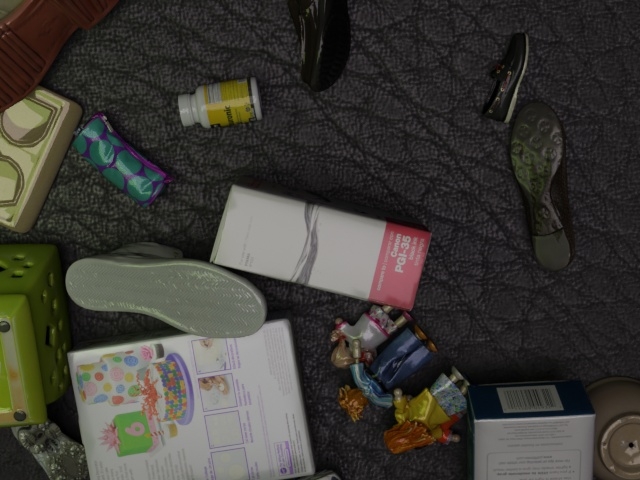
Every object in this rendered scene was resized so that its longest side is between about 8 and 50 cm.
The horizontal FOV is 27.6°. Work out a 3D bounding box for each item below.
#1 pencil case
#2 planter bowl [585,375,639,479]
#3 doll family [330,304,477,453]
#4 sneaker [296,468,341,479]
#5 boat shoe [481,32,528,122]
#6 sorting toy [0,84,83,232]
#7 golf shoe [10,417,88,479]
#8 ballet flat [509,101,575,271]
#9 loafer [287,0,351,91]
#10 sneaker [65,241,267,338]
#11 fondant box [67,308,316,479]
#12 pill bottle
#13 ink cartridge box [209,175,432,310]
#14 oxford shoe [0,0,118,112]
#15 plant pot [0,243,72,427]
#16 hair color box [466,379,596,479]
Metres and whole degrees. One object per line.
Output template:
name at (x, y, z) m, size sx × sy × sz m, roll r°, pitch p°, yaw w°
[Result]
pencil case at (-0.289, -0.118, 1.896) m, size 0.151 × 0.064 × 0.070 m, roll 42°, pitch 120°, yaw -6°
planter bowl at (0.450, 0.292, 1.928) m, size 0.162 × 0.109 × 0.162 m, roll 0°, pitch 98°, yaw 0°
doll family at (0.116, 0.215, 1.912) m, size 0.163 × 0.118 × 0.263 m, roll -42°, pitch 96°, yaw 5°
sneaker at (-0.059, 0.453, 1.955) m, size 0.235 × 0.094 × 0.153 m, roll -20°, pitch 89°, yaw -8°
boat shoe at (0.269, -0.238, 1.889) m, size 0.042 × 0.049 × 0.133 m, roll 13°, pitch 102°, yaw -10°
sorting toy at (-0.510, -0.106, 1.915) m, size 0.229 × 0.041 × 0.307 m, roll 24°, pitch 97°, yaw -8°
golf shoe at (-0.406, 0.301, 1.940) m, size 0.069 × 0.086 × 0.176 m, roll -42°, pitch 136°, yaw -19°
ballet flat at (0.332, -0.078, 1.913) m, size 0.084 × 0.058 × 0.250 m, roll -10°, pitch 92°, yaw 23°
loafer at (-0.005, -0.324, 1.873) m, size 0.078 × 0.080 × 0.220 m, roll 10°, pitch 100°, yaw 32°
sneaker at (-0.193, 0.057, 1.861) m, size 0.292 × 0.169 × 0.108 m, roll 12°, pitch 104°, yaw 15°
fondant box at (-0.187, 0.246, 1.929) m, size 0.330 × 0.096 × 0.238 m, roll -9°, pitch 97°, yaw 0°
pill bottle at (-0.144, -0.197, 1.886) m, size 0.116 × 0.065 × 0.065 m, roll -9°, pitch 97°, yaw 2°
ink cartridge box at (0.000, 0.000, 1.840) m, size 0.283 × 0.207 × 0.117 m, roll 14°, pitch 96°, yaw -2°
oxford shoe at (-0.448, -0.304, 1.841) m, size 0.397 × 0.140 × 0.146 m, roll -40°, pitch 58°, yaw -6°
plant pot at (-0.484, 0.147, 1.842) m, size 0.227 × 0.207 × 0.228 m, roll -4°, pitch 110°, yaw 0°
hair color box at (0.301, 0.379, 1.899) m, size 0.174 × 0.105 × 0.347 m, roll -2°, pitch 113°, yaw 1°
